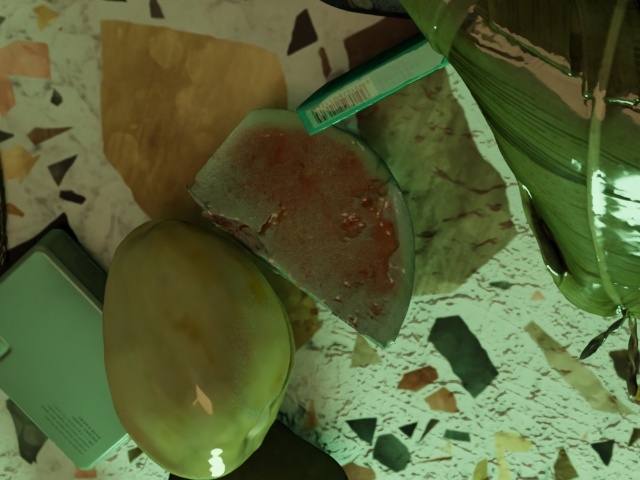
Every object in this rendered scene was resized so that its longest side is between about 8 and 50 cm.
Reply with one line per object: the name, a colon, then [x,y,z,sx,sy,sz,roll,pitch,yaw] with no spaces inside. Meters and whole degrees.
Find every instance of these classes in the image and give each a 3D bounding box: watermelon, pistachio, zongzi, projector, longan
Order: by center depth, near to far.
zongzi: [0.230,-0.107,1.762,0.467,0.218,0.500,25,147,10]
watermelon: [0.000,0.000,1.886,0.305,0.180,0.224,39,132,16]
pistachio: [-0.143,0.125,1.902,0.230,0.230,0.309,-27,69,18]
longan: [-0.075,0.332,2.009,0.248,0.248,0.248,3,109,10]
projector: [-0.313,0.136,2.046,0.192,0.099,0.257,-41,97,19]

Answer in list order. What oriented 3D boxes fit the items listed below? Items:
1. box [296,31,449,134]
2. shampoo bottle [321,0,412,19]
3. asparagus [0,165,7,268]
box: [0.092,-0.197,1.823,0.226,0.161,0.042,-26,99,17]
shampoo bottle: [0.065,-0.290,1.798,0.233,0.049,0.087,12,121,42]
asparagus: [-0.403,-0.043,2.048,0.016,0.016,0.163,-6,109,-15]
